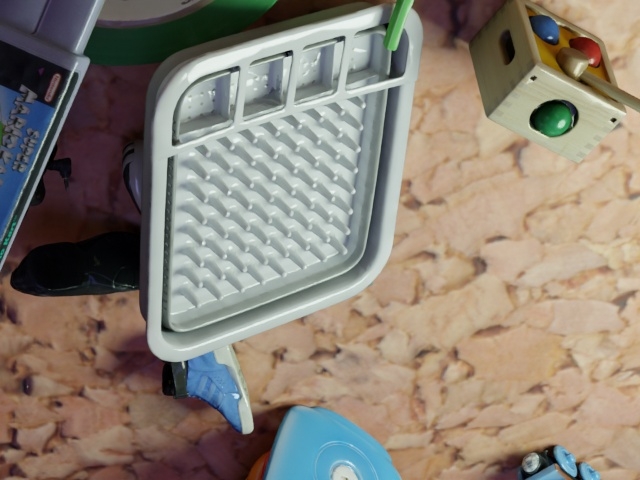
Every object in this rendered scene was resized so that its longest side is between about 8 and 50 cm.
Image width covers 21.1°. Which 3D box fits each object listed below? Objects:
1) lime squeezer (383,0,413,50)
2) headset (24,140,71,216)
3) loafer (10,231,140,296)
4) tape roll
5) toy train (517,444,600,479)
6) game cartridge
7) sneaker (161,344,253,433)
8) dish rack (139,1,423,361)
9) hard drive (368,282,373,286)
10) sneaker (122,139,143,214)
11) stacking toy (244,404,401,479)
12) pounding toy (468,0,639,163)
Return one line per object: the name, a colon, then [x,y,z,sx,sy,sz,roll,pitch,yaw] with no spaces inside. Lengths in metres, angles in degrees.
lime squeezer: [0.148,-0.294,1.457,0.310,0.059,0.110,-38,142,11]
headset: [-0.408,0.003,1.657,0.394,0.185,0.243,-21,131,34]
loafer: [-0.229,0.027,1.707,0.170,0.062,0.061,1,167,-38]
tape roll: [-0.166,-0.292,1.413,0.321,0.077,0.321,-3,134,-3]
toy train: [0.302,0.318,2.027,0.080,0.105,0.184,-34,128,23]
game cartridge: [-0.335,-0.080,1.364,0.230,0.068,0.355,24,96,1]
sneaker: [-0.127,0.157,1.855,0.085,0.058,0.152,-16,129,1]
dish rack: [-0.050,-0.063,1.570,0.286,0.072,0.332,-20,133,-31]
hard drive: [0.000,0.000,1.747,0.094,0.022,0.135,-9,134,2]
sneaker: [-0.096,-0.017,1.679,0.132,0.086,0.228,-18,132,7]
stacking toy: [-0.058,0.335,1.989,0.175,0.165,0.302,36,133,-16]
pounding toy: [0.224,-0.143,1.554,0.130,0.141,0.100,23,126,-26]
